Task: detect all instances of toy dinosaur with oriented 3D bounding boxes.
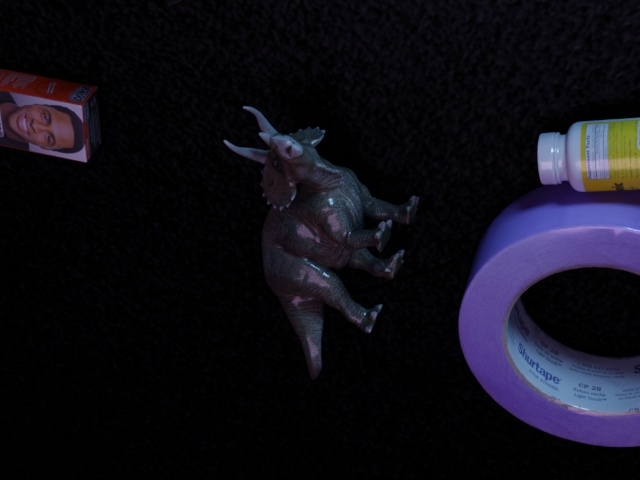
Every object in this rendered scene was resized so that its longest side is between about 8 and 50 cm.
[{"bbox_3d":[0.000,0.000,1.183,0.160,0.121,0.313,22,135,18],"label":"toy dinosaur"}]

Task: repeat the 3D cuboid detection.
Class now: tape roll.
[{"bbox_3d":[0.278,0.073,1.136,0.275,0.090,0.275,10,129,13],"label":"tape roll"}]

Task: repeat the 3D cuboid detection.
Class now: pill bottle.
[{"bbox_3d":[0.257,-0.077,1.045,0.116,0.065,0.065,-1,125,21],"label":"pill bottle"}]

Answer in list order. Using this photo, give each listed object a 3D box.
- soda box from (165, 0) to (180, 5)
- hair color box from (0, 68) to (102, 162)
[{"bbox_3d":[-0.150,-0.298,1.029,0.060,0.053,0.169,-18,117,30],"label":"soda box"},{"bbox_3d":[-0.302,-0.133,1.213,0.141,0.043,0.072,11,127,11],"label":"hair color box"}]
